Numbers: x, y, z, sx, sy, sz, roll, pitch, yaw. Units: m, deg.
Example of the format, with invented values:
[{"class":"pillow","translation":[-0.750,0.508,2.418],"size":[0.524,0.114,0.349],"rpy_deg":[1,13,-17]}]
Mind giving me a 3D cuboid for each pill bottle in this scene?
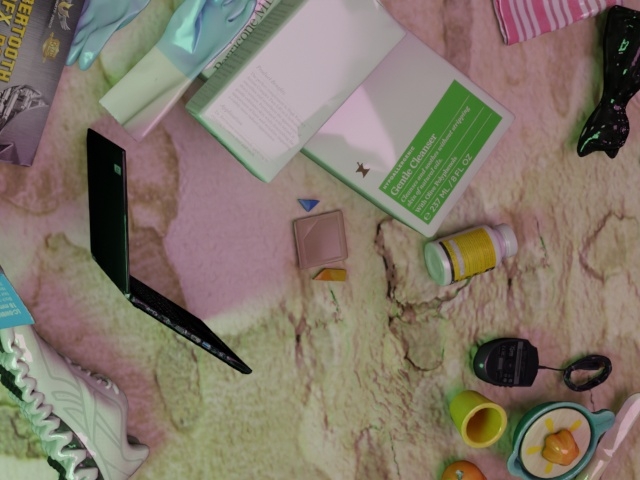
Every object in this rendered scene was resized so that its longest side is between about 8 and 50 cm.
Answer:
[{"class":"pill bottle","translation":[0.205,0.016,1.674],"size":[0.116,0.065,0.065],"rpy_deg":[-19,107,-16]}]

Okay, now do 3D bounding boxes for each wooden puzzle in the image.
[{"class":"wooden puzzle","translation":[0.000,0.000,1.623],"size":[0.078,0.014,0.116],"rpy_deg":[-7,103,-24]}]

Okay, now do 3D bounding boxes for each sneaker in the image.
[{"class":"sneaker","translation":[-0.308,0.189,1.505],"size":[0.118,0.110,0.292],"rpy_deg":[-33,119,-19]}]

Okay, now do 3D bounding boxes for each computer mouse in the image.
[{"class":"computer mouse","translation":[0.316,0.179,1.770],"size":[0.242,0.041,0.071],"rpy_deg":[9,89,-28]}]

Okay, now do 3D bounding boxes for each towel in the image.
[{"class":"towel","translation":[0.318,-0.356,1.660],"size":[0.197,0.029,0.144],"rpy_deg":[-21,108,-16]}]

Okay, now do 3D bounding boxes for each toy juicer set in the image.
[{"class":"toy juicer set","translation":[0.323,0.319,1.756],"size":[0.328,0.089,0.209],"rpy_deg":[4,109,-23]}]

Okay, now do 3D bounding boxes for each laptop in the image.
[{"class":"laptop","translation":[-0.181,0.009,1.436],"size":[0.264,0.234,0.137],"rpy_deg":[35,88,-22]}]

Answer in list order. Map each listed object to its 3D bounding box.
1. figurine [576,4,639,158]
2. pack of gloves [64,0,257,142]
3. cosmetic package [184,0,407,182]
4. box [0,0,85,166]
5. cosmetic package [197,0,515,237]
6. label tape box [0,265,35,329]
[{"class":"figurine","translation":[0.466,-0.200,1.719],"size":[0.214,0.092,0.210],"rpy_deg":[9,106,-28]},{"class":"pack of gloves","translation":[-0.194,-0.258,1.399],"size":[0.232,0.195,0.046],"rpy_deg":[-47,156,4]},{"class":"cosmetic package","translation":[-0.029,-0.189,1.371],"size":[0.231,0.085,0.117],"rpy_deg":[-47,113,-3]},{"class":"box","translation":[-0.361,-0.207,1.365],"size":[0.183,0.056,0.231],"rpy_deg":[12,98,-63]},{"class":"cosmetic package","translation":[0.029,-0.188,1.518],"size":[0.365,0.155,0.197],"rpy_deg":[33,92,-24]},{"class":"label tape box","translation":[-0.489,-0.010,1.312],"size":[0.106,0.240,0.334],"rpy_deg":[-48,119,-49]}]
